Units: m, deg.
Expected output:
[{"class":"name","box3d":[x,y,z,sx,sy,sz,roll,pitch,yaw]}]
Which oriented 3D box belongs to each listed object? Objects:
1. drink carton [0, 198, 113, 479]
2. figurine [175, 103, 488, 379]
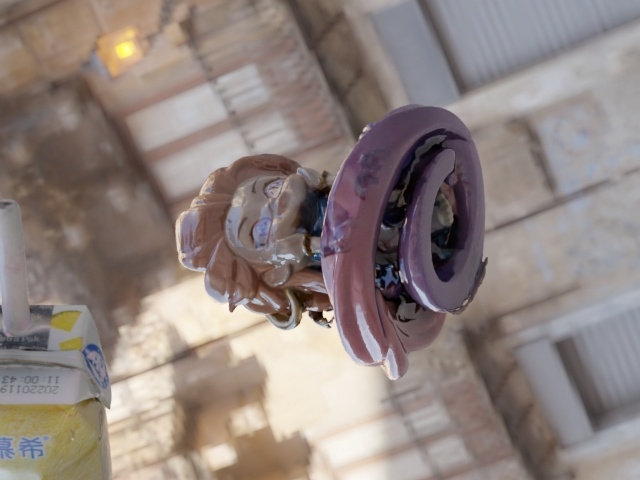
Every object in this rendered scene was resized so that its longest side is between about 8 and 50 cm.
[{"class":"drink carton","box3d":[-0.131,0.079,0.705,0.074,0.084,0.200,-87,-1,-47]},{"class":"figurine","box3d":[0.009,0.003,0.757,0.114,0.157,0.126,26,-118,-37]}]
